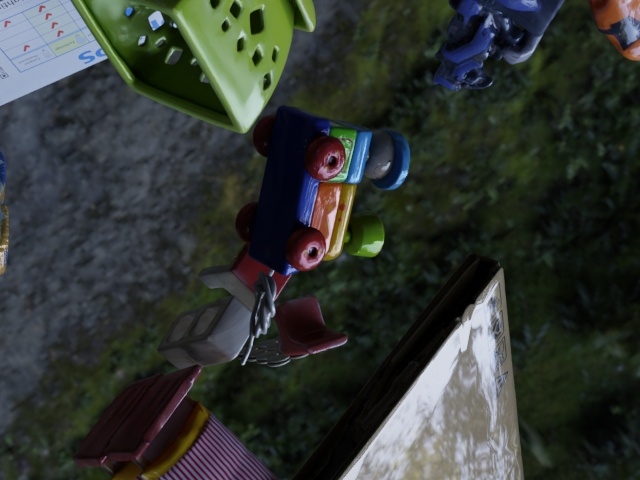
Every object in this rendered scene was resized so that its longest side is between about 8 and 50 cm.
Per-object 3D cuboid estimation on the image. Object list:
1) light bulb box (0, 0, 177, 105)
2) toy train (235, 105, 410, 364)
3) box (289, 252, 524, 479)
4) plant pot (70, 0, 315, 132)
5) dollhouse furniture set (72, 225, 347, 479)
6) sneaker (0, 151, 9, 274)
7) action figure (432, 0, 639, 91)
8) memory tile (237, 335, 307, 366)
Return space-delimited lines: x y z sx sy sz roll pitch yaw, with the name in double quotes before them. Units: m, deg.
"light bulb box" -0.429 -0.416 1.694 0.358 0.225 0.361 -23 152 4
"toy train" 0.000 0.000 1.175 0.143 0.105 0.248 1 106 -39
"box" 0.052 0.132 0.596 0.164 0.021 0.201 -48 141 -34
"plant pot" -0.151 -0.303 1.500 0.207 0.227 0.228 -52 143 -18
"dollhouse furniture set" -0.073 0.155 1.321 0.152 0.201 0.374 -19 -149 52
"sneaker" -0.545 -0.057 1.829 0.131 0.296 0.111 2 119 -18
"action figure" 0.218 -0.237 1.050 0.178 0.330 0.341 -67 -172 -18
"memory tile" -0.060 0.171 1.897 0.113 0.012 0.148 -17 -169 -27
